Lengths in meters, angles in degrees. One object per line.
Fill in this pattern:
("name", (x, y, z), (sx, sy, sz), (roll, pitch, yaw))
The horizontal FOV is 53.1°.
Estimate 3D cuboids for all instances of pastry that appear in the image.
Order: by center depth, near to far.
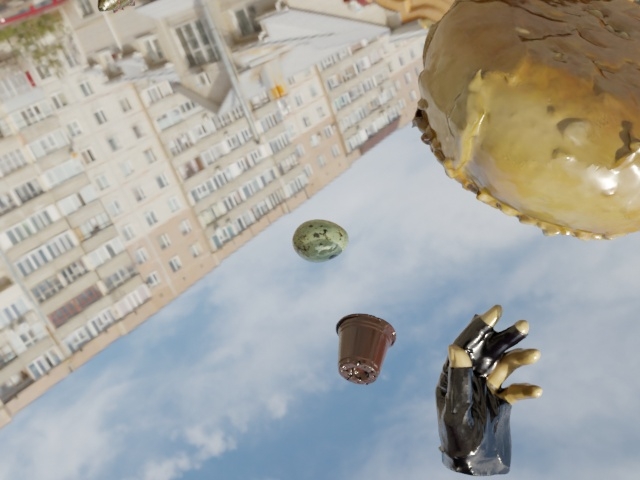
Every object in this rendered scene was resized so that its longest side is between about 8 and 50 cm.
("pastry", (0.232, -0.112, 0.610), (0.315, 0.184, 0.285), (-4, -132, -22))

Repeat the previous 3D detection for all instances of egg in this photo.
("egg", (0.000, 0.000, 1.240), (0.110, 0.085, 0.085), (-7, -158, -6))

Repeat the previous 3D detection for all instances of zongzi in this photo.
("zongzi", (-0.277, -0.344, 0.894), (0.067, 0.073, 0.083), (-35, -119, 6))

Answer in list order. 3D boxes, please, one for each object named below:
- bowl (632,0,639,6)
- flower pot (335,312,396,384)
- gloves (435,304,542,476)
("bowl", (0.400, -0.204, 0.800), (0.086, 0.189, 0.189), (-24, -160, -38))
("flower pot", (0.071, 0.194, 1.113), (0.111, 0.111, 0.089), (-9, -137, 28))
("gloves", (0.279, 0.261, 1.117), (0.197, 0.301, 0.152), (12, -168, -38))
